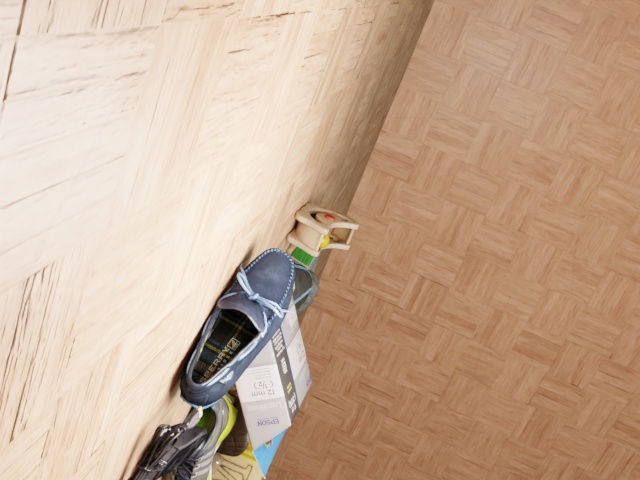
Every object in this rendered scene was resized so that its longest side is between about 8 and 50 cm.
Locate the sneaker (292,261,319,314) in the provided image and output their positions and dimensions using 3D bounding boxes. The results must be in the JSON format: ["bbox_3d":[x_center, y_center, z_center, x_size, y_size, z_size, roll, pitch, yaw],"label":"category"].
[{"bbox_3d":[-0.137,0.205,1.918,0.340,0.125,0.140,-62,147,-10],"label":"sneaker"}]

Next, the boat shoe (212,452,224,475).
[{"bbox_3d":[-0.330,0.656,1.883,0.109,0.098,0.302,-47,160,-75],"label":"boat shoe"}]

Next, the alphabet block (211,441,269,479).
[{"bbox_3d":[-0.261,0.658,2.094,0.192,0.193,0.197,-13,127,-86],"label":"alphabet block"}]

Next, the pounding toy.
[{"bbox_3d":[0.000,0.000,1.974,0.269,0.154,0.154,-49,162,-72],"label":"pounding toy"}]

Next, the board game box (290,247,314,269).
[{"bbox_3d":[-0.089,0.154,2.271,0.242,0.064,0.316,-59,172,-55],"label":"board game box"}]

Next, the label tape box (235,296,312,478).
[{"bbox_3d":[-0.101,0.319,1.687,0.249,0.115,0.347,-48,125,-75],"label":"label tape box"}]

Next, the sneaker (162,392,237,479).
[{"bbox_3d":[-0.281,0.463,1.601,0.121,0.111,0.299,49,59,-73],"label":"sneaker"}]

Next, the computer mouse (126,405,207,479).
[{"bbox_3d":[-0.264,0.350,1.325,0.184,0.060,0.262,-53,168,13],"label":"computer mouse"}]

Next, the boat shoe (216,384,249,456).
[{"bbox_3d":[-0.209,0.406,1.819,0.355,0.132,0.130,109,5,-45],"label":"boat shoe"}]

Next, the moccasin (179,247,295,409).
[{"bbox_3d":[-0.135,0.153,1.363,0.117,0.138,0.342,107,7,-63],"label":"moccasin"}]
